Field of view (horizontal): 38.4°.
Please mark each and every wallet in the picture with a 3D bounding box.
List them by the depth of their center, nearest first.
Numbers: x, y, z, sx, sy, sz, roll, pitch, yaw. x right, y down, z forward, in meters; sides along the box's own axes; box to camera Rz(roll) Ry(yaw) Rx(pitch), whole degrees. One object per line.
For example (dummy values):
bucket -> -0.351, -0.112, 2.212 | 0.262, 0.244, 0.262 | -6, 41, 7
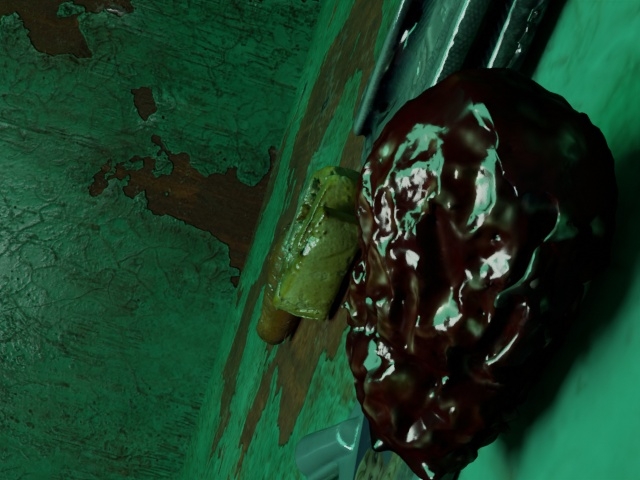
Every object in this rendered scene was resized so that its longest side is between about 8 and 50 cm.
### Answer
wallet -> 0.092, -0.166, 0.580 | 0.237, 0.075, 0.342 | -82, 11, -63

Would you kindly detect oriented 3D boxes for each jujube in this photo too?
jujube -> 0.054, 0.012, 0.362 | 0.104, 0.104, 0.165 | -86, 13, -57

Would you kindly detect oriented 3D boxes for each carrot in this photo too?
carrot -> -0.037, 0.052, 1.052 | 0.060, 0.060, 0.186 | -84, 11, -52

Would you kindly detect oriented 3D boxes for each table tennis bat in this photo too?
table tennis bat -> 0.031, 0.113, 0.539 | 0.237, 0.038, 0.149 | 131, 154, -65

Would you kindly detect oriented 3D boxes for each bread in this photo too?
bread -> 0.000, 0.000, 0.873 | 0.117, 0.064, 0.156 | -88, 16, -57
